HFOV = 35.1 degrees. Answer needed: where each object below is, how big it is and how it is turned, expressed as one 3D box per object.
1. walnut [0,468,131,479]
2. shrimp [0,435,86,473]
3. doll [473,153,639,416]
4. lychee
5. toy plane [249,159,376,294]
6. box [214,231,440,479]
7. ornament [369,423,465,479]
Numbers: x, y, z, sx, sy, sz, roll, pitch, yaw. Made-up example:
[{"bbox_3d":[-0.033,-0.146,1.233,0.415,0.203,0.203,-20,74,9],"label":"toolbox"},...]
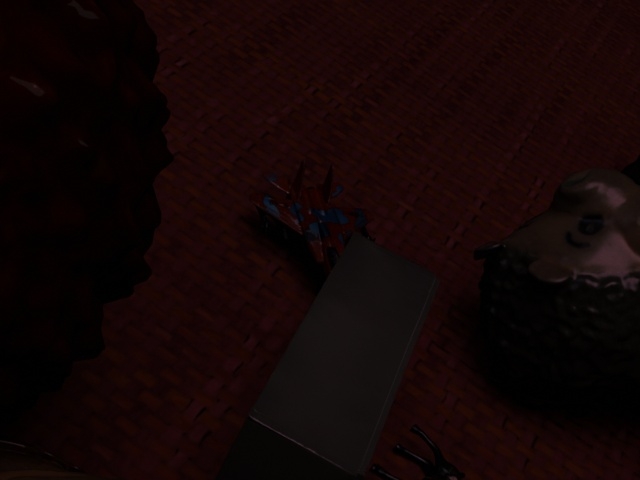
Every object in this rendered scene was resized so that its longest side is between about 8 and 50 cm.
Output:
[{"bbox_3d":[-0.146,0.244,0.424,0.313,0.252,0.277,-28,103,-17],"label":"walnut"},{"bbox_3d":[-0.245,0.169,0.636,0.236,0.053,0.133,8,45,-27],"label":"shrimp"},{"bbox_3d":[0.317,0.041,0.957,0.349,0.247,0.247,-8,49,-17],"label":"doll"},{"bbox_3d":[-0.315,-0.089,0.580,0.500,0.424,0.425,45,31,-29],"label":"lychee"},{"bbox_3d":[-0.001,0.002,0.949,0.130,0.061,0.189,9,47,-22],"label":"toy plane"},{"bbox_3d":[0.005,0.116,0.772,0.086,0.129,0.225,28,40,2],"label":"box"},{"bbox_3d":[0.100,0.209,0.805,0.125,0.028,0.073,40,42,19],"label":"ornament"}]
